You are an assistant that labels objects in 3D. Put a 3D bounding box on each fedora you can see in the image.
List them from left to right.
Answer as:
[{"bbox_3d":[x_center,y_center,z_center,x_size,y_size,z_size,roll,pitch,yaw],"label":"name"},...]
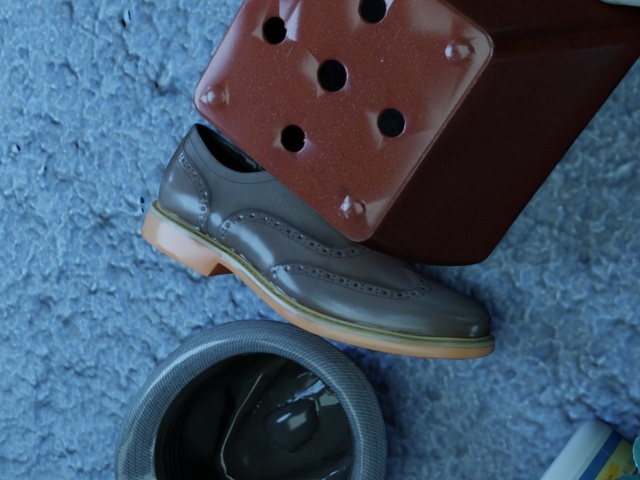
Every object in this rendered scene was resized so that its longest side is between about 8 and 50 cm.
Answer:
[{"bbox_3d":[-0.052,0.196,1.051,0.244,0.124,0.275,45,108,10],"label":"fedora"}]

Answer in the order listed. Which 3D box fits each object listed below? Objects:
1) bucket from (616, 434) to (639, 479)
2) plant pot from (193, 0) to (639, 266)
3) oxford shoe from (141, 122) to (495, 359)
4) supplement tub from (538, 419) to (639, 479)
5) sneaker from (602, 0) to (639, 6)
[{"bbox_3d":[0.366,0.147,0.754,0.183,0.281,0.281,42,116,7],"label":"bucket"},{"bbox_3d":[0.060,-0.135,0.865,0.267,0.235,0.267,40,115,14],"label":"plant pot"},{"bbox_3d":[0.000,0.000,0.988,0.363,0.130,0.133,23,102,20],"label":"oxford shoe"},{"bbox_3d":[0.262,0.259,0.893,0.199,0.144,0.144,37,114,16],"label":"supplement tub"},{"bbox_3d":[0.210,-0.221,0.793,0.092,0.228,0.087,137,142,-57],"label":"sneaker"}]
